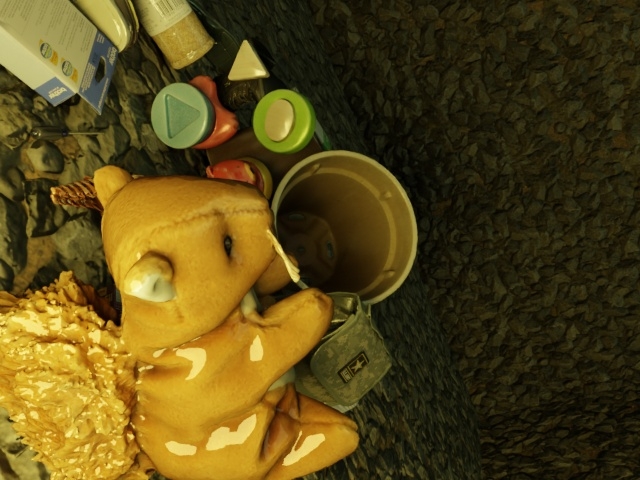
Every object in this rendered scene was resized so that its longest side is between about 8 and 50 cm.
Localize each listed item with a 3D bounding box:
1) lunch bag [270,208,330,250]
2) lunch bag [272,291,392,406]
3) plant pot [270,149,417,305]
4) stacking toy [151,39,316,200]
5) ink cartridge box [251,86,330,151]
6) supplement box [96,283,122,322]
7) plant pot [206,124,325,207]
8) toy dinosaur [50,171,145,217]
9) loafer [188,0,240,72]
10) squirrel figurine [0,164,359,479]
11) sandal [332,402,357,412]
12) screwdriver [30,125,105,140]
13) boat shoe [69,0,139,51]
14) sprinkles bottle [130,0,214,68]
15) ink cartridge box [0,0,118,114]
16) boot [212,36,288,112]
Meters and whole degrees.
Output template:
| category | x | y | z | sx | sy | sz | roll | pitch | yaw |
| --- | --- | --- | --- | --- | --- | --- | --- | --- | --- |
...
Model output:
| category | x | y | z | sx | sy | sz | roll | pitch | yaw |
| --- | --- | --- | --- | --- | --- | --- | --- | --- | --- |
| lunch bag | -0.047 | -0.084 | 1.444 | 0.263 | 0.160 | 0.223 | -18 | 88 | -37 |
| lunch bag | -0.013 | 0.221 | 1.014 | 0.235 | 0.287 | 0.168 | 60 | 20 | -45 |
| plant pot | 0.000 | 0.000 | 1.195 | 0.334 | 0.305 | 0.333 | 5 | 77 | -22 |
| stacking toy | -0.181 | -0.233 | 1.026 | 0.309 | 0.279 | 0.130 | 49 | 17 | 7 |
| ink cartridge box | -0.089 | -0.339 | 1.588 | 0.219 | 0.160 | 0.092 | 53 | 24 | -40 |
| supplement box | -0.302 | 0.112 | 0.745 | 0.043 | 0.055 | 0.083 | 35 | 38 | -57 |
| plant pot | -0.113 | -0.196 | 1.219 | 0.215 | 0.231 | 0.215 | 59 | 9 | -15 |
| toy dinosaur | -0.296 | -0.028 | 0.840 | 0.322 | 0.164 | 0.218 | -5 | 59 | -51 |
| loafer | -0.296 | -0.565 | 1.384 | 0.267 | 0.096 | 0.084 | 40 | 28 | -50 |
| squirrel figurine | -0.179 | 0.111 | 0.566 | 0.370 | 0.397 | 0.281 | 83 | -17 | -47 |
| sandal | -0.018 | 0.384 | 1.206 | 0.265 | 0.076 | 0.101 | -7 | 61 | -49 |
| screwdriver | -0.403 | -0.172 | 0.831 | 0.170 | 0.025 | 0.024 | -51 | 118 | -77 |
| boat shoe | -0.436 | -0.500 | 0.924 | 0.096 | 0.117 | 0.324 | -82 | 149 | -62 |
| sprinkles bottle | -0.378 | -0.553 | 1.110 | 0.355 | 0.121 | 0.121 | 56 | 24 | -33 |
| ink cartridge box | -0.457 | -0.343 | 0.785 | 0.311 | 0.065 | 0.185 | 43 | 32 | -47 |
| boot | -0.193 | -0.322 | 1.196 | 0.091 | 0.229 | 0.262 | 25 | 37 | -45 |
